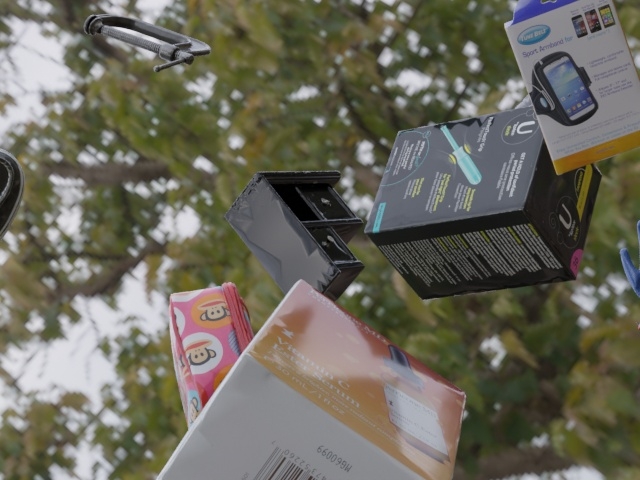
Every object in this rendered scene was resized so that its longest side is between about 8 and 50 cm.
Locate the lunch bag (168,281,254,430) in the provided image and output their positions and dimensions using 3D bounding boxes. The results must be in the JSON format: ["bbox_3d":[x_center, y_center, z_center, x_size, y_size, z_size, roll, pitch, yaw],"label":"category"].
[{"bbox_3d":[-0.135,0.205,1.954,0.120,0.258,0.293,-13,-43,-10],"label":"lunch bag"}]

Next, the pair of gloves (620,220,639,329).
[{"bbox_3d":[0.482,0.047,1.913,0.023,0.198,0.159,1,-89,-53],"label":"pair of gloves"}]

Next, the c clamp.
[{"bbox_3d":[-0.190,-0.219,1.580,0.137,0.160,0.022,-18,-54,-54],"label":"c clamp"}]

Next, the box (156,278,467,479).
[{"bbox_3d":[0.002,0.110,0.828,0.091,0.130,0.170,-56,0,15],"label":"box"}]

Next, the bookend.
[{"bbox_3d":[0.000,0.000,1.670,0.156,0.157,0.072,-3,-41,-53],"label":"bookend"}]

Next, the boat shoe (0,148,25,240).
[{"bbox_3d":[-0.298,-0.006,1.138,0.070,0.078,0.219,-40,10,49],"label":"boat shoe"}]

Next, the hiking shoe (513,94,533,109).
[{"bbox_3d":[0.237,-0.102,1.684,0.114,0.086,0.227,-47,3,24],"label":"hiking shoe"}]

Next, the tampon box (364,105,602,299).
[{"bbox_3d":[0.142,-0.031,1.268,0.101,0.161,0.120,48,-132,-36],"label":"tampon box"}]

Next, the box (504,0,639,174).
[{"bbox_3d":[0.192,-0.126,1.092,0.081,0.136,0.028,-19,11,10],"label":"box"}]
